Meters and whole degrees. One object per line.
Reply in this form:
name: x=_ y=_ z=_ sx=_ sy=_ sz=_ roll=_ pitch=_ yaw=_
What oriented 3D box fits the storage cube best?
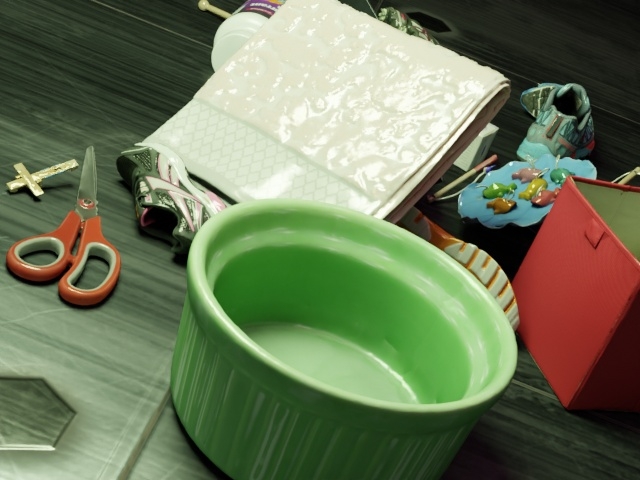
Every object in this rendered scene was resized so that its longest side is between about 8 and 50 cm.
storage cube: x=0.348 y=0.066 z=1.245 sx=0.184 sy=0.193 sz=0.215 roll=7 pitch=33 yaw=-24

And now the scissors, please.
scissors: x=-0.244 y=-0.022 z=1.186 sx=0.109 sy=0.021 sz=0.297 roll=17 pitch=28 yaw=-2

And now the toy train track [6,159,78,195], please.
toy train track: x=-0.304 y=-0.069 z=1.213 sx=0.083 sy=0.014 sz=0.048 roll=-25 pitch=64 yaw=-34

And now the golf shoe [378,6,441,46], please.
golf shoe: x=0.163 y=-0.304 z=1.834 sx=0.120 sy=0.105 sz=0.273 roll=19 pitch=29 yaw=-19

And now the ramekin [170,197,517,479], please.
ramekin: x=0.010 y=0.105 z=1.004 sx=0.303 sy=0.148 sz=0.303 roll=16 pitch=29 yaw=-9

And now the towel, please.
towel: x=-0.002 y=-0.140 z=1.282 sx=0.332 sy=0.053 sz=0.317 roll=32 pitch=70 yaw=33

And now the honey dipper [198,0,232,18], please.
honey dipper: x=-0.131 y=-0.354 z=1.801 sx=0.161 sy=0.030 sz=0.030 roll=26 pitch=29 yaw=16

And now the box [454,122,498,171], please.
box: x=0.113 y=-0.215 z=1.688 sx=0.324 sy=0.067 sz=0.063 roll=32 pitch=31 yaw=19

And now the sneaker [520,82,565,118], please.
sneaker: x=0.396 y=-0.246 z=1.948 sx=0.073 sy=0.063 sz=0.162 roll=22 pitch=19 yaw=40

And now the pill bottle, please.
pill bottle: x=-0.095 y=-0.293 z=1.637 sx=0.108 sy=0.108 sz=0.193 roll=23 pitch=30 yaw=2

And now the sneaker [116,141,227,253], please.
sneaker: x=-0.177 y=-0.047 z=1.220 sx=0.077 sy=0.072 sz=0.178 roll=-23 pitch=45 yaw=-38

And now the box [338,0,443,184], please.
box: x=0.065 y=-0.197 z=1.491 sx=0.103 sy=0.184 sz=0.261 roll=-24 pitch=35 yaw=4

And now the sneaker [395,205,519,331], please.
sneaker: x=0.149 y=0.032 z=1.293 sx=0.215 sy=0.084 sz=0.083 roll=45 pitch=2 yaw=18

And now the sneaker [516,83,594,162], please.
sneaker: x=0.404 y=-0.194 z=1.779 sx=0.104 sy=0.125 sz=0.262 roll=28 pitch=30 yaw=10

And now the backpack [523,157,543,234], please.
backpack: x=0.319 y=-0.064 z=1.551 sx=0.105 sy=0.084 sz=0.114 roll=37 pitch=31 yaw=23

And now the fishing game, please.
fishing game: x=0.260 y=-0.072 z=1.423 sx=0.189 sy=0.041 sz=0.264 roll=-33 pitch=26 yaw=-25
